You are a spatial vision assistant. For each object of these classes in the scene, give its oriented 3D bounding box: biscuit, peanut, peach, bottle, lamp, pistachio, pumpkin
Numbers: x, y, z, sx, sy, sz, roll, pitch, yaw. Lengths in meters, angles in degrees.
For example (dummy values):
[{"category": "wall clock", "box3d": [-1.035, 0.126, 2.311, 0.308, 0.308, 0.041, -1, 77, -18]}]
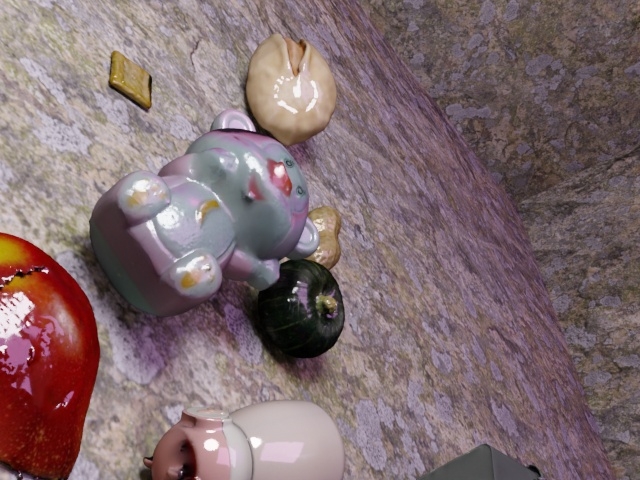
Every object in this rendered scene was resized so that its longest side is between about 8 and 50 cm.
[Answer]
[{"category": "biscuit", "box3d": [-0.311, -0.264, 1.060, 0.081, 0.018, 0.083, 33, 36, -44]}, {"category": "peanut", "box3d": [-0.002, -0.001, 1.288, 0.089, 0.089, 0.192, 44, 29, -32]}, {"category": "peach", "box3d": [-0.293, 0.108, 0.649, 0.189, 0.068, 0.279, -12, 75, -62]}, {"category": "bottle", "box3d": [-0.095, 0.266, 0.773, 0.237, 0.148, 0.147, 16, 50, -46]}, {"category": "lamp", "box3d": [-0.157, -0.024, 0.891, 0.301, 0.247, 0.247, -37, 94, -43]}, {"category": "pistachio", "box3d": [-0.066, -0.339, 1.417, 0.194, 0.213, 0.317, 6, 38, -11]}, {"category": "pumpkin", "box3d": [-0.028, 0.112, 1.070, 0.167, 0.125, 0.167, 57, 17, -29]}]

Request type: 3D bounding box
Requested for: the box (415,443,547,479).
[{"category": "box", "box3d": [0.270, 0.473, 1.135, 0.135, 0.243, 0.163, 38, 32, -17]}]
